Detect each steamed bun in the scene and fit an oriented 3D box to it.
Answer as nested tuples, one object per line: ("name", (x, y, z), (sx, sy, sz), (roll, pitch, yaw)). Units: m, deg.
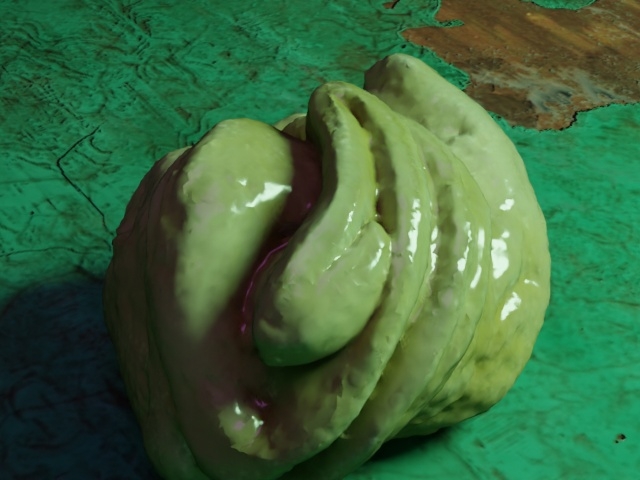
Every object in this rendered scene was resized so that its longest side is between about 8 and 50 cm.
("steamed bun", (0.000, 0.003, 0.887), (0.372, 0.230, 0.325), (-31, 44, -28))
